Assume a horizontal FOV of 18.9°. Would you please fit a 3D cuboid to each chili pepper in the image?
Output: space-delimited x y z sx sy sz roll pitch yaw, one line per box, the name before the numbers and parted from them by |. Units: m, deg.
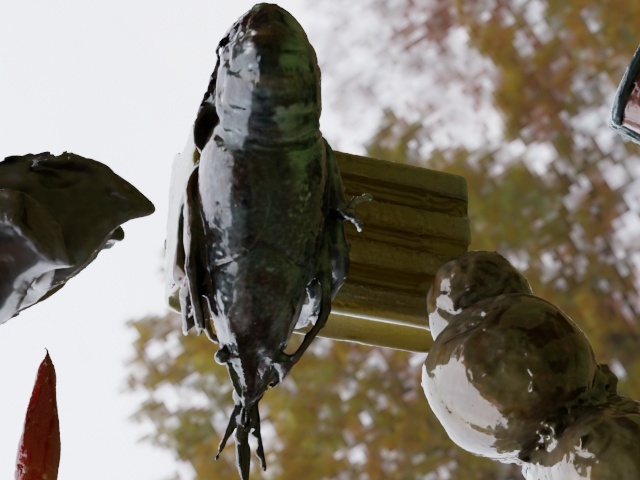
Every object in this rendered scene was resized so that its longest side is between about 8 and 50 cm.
chili pepper | -0.285 0.188 1.971 0.045 0.027 0.178 8 -119 -8

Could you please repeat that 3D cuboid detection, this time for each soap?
soap | 0.000 0.000 1.764 0.274 0.089 0.173 11 -120 -17

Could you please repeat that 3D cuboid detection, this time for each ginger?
ginger | 0.193 0.137 1.585 0.304 0.155 0.244 51 -168 6

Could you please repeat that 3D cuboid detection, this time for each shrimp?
shrimp | -0.028 0.002 1.499 0.137 0.172 0.372 -128 38 -64

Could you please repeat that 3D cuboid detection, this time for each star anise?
star anise | -0.213 0.024 1.042 0.109 0.236 0.223 50 -153 -8

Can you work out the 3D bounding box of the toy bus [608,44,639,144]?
toy bus | 0.330 -0.106 1.590 0.120 0.121 0.265 31 -176 24
